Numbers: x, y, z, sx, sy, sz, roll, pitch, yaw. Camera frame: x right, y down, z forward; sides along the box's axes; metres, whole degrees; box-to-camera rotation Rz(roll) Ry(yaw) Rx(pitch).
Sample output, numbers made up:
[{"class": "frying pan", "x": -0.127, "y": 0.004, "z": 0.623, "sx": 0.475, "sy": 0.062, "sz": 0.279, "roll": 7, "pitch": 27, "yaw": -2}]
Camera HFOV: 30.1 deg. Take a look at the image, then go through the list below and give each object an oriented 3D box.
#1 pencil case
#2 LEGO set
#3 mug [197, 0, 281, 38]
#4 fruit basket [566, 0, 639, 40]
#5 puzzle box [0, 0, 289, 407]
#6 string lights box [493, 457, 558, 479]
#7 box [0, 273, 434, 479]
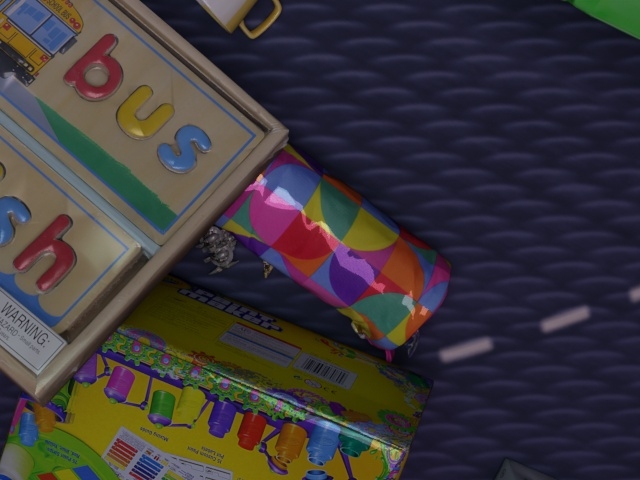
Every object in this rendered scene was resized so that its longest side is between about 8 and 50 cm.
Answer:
[{"class": "pencil case", "x": 0.000, "y": 0.000, "z": 0.993, "sx": 0.236, "sy": 0.104, "sz": 0.104, "roll": 39, "pitch": 100, "yaw": -9}, {"class": "LEGO set", "x": -0.077, "y": 0.007, "z": 1.029, "sx": 0.083, "sy": 0.023, "sz": 0.054, "roll": 4, "pitch": 104, "yaw": -2}, {"class": "mug", "x": -0.069, "y": -0.208, "z": 0.964, "sx": 0.064, "sy": 0.078, "sz": 0.062, "roll": -44, "pitch": 69, "yaw": 1}, {"class": "fruit basket", "x": 0.331, "y": -0.320, "z": 0.849, "sx": 0.392, "sy": 0.283, "sz": 0.392, "roll": 3, "pitch": 121, "yaw": 5}, {"class": "puzzle box", "x": -0.259, "y": -0.112, "z": 0.872, "sx": 0.409, "sy": 0.052, "sz": 0.272, "roll": 40, "pitch": 72, "yaw": 3}, {"class": "string lights box", "x": 0.149, "y": 0.343, "z": 1.067, "sx": 0.077, "sy": 0.133, "sz": 0.260, "roll": 24, "pitch": 103, "yaw": -8}, {"class": "box", "x": -0.098, "y": 0.205, "z": 0.971, "sx": 0.290, "sy": 0.177, "sz": 0.279, "roll": 22, "pitch": 104, "yaw": 7}]
